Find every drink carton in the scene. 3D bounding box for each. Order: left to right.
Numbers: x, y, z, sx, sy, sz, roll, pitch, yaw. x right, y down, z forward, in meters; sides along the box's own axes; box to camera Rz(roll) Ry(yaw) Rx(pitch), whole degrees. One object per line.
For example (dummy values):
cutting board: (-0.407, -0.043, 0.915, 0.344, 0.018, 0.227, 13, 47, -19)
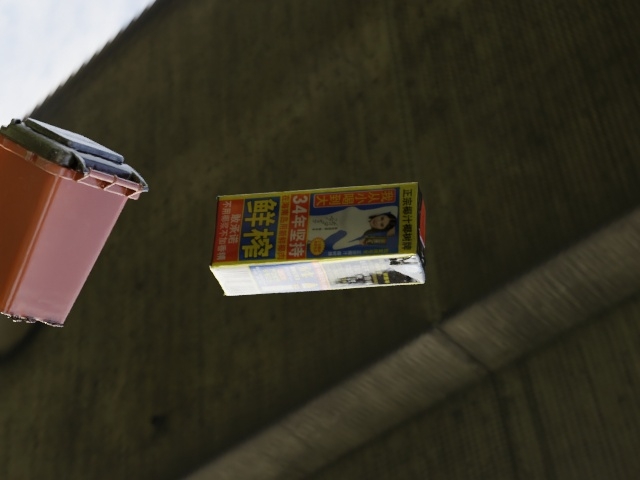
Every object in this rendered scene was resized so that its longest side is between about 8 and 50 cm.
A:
drink carton: (0.000, 0.000, 0.957, 0.165, 0.056, 0.071, -3, -119, 11)

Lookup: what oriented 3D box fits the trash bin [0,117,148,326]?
trash bin: (-0.346, -0.018, 1.530, 0.184, 0.161, 0.239, 24, -85, 39)
